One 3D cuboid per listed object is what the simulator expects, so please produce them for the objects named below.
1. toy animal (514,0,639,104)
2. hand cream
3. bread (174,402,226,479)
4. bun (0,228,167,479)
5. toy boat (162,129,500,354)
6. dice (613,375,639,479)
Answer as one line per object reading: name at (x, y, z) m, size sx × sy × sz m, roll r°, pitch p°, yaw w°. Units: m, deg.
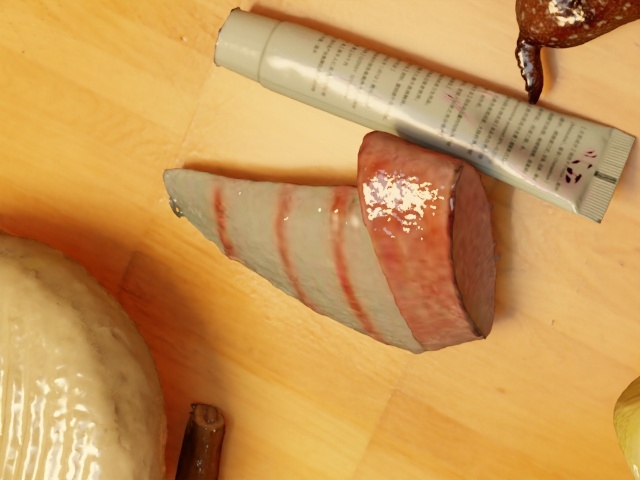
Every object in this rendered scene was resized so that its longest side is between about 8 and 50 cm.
toy animal at (0.233, -0.180, 1.185) m, size 0.243 × 0.087 × 0.260 m, roll -20°, pitch 89°, yaw 56°
hand cream at (0.075, -0.106, 1.285) m, size 0.331 × 0.085 × 0.058 m, roll 20°, pitch 149°, yaw 14°
bread at (-0.101, 0.184, 1.405) m, size 0.036 × 0.047 × 0.083 m, roll 7°, pitch 106°, yaw -16°
bun at (-0.275, 0.170, 1.364) m, size 0.365 × 0.219 × 0.365 m, roll -2°, pitch 83°, yaw 19°
toy boat at (0.000, 0.000, 1.319) m, size 0.282 × 0.096 × 0.206 m, roll 6°, pitch 130°, yaw 27°
dice at (0.326, 0.146, 1.203) m, size 0.169 × 0.166 × 0.169 m, roll -35°, pitch 89°, yaw 20°
